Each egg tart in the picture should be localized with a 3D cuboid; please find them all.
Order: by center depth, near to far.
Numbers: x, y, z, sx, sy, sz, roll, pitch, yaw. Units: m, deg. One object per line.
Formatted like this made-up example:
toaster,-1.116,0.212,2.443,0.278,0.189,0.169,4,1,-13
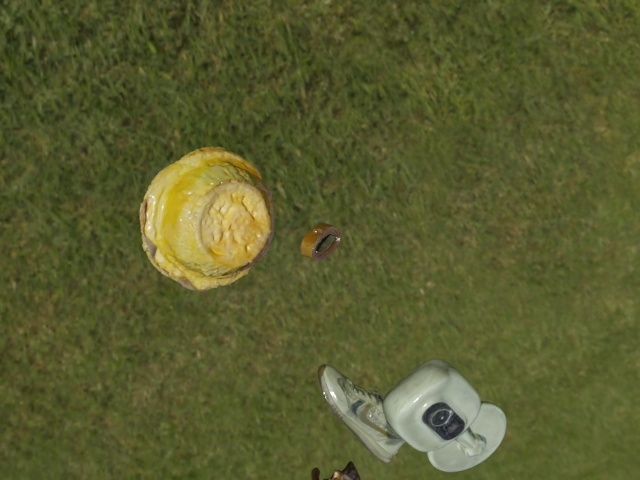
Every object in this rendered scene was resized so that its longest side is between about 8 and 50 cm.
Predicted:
egg tart,-0.192,-0.037,1.640,0.288,0.118,0.288,-7,101,-36

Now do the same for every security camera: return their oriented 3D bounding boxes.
security camera,0.227,0.316,1.516,0.157,0.080,0.301,-42,129,3

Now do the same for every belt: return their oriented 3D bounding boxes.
belt,0.000,0.000,1.605,0.083,0.036,0.059,-38,132,-38

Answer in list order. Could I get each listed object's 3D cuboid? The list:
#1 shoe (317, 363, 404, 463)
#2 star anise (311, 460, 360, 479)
shoe,0.097,0.375,2.005,0.098,0.103,0.275,-40,105,7
star anise,0.018,0.383,1.289,0.073,0.234,0.177,20,128,-14
